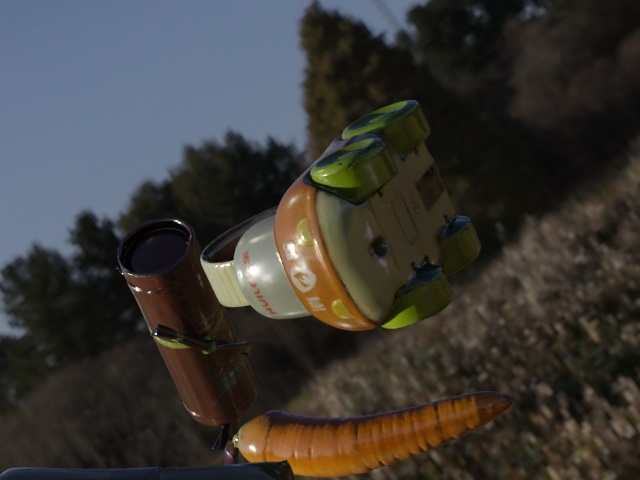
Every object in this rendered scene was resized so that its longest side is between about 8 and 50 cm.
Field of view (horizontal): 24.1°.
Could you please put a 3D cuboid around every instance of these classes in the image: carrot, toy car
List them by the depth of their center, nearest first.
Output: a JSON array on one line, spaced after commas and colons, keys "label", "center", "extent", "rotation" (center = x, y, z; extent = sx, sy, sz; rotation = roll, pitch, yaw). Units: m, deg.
[{"label": "toy car", "center": [0.000, 0.000, 1.248], "extent": [0.235, 0.145, 0.235], "rotation": [-24, 12, 5]}, {"label": "carrot", "center": [0.043, 0.179, 1.357], "extent": [0.271, 0.062, 0.066], "rotation": [-7, 14, 24]}]

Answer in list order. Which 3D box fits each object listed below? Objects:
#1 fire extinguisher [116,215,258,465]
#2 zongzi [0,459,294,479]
[{"label": "fire extinguisher", "center": [-0.145, 0.134, 1.786], "extent": [0.105, 0.341, 0.141], "rotation": [1, 45, 21]}, {"label": "zongzi", "center": [-0.113, 0.231, 0.867], "extent": [0.205, 0.204, 0.094], "rotation": [0, 8, 0]}]
